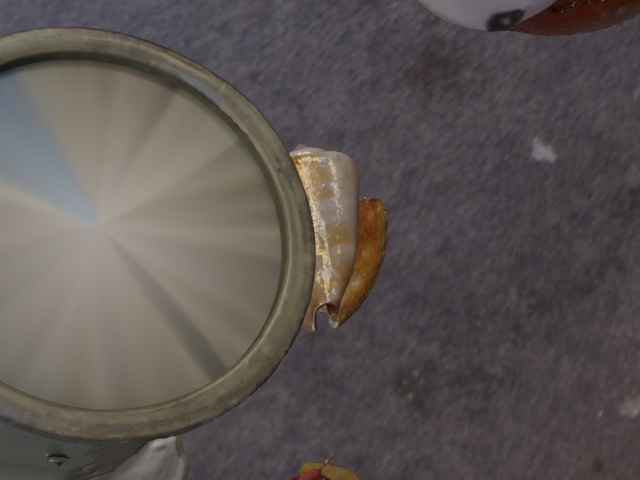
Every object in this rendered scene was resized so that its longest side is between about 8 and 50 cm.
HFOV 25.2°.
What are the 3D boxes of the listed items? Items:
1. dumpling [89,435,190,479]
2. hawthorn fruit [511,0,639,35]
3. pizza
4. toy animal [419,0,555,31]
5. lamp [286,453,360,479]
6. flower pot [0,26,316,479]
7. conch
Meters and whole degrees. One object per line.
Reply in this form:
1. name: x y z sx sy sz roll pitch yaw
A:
1. dumpling: -0.251 0.142 1.302 0.227 0.243 0.175 -35 134 -3
2. hawthorn fruit: 0.240 -0.347 1.478 0.316 0.316 0.316 8 114 18
3. pizza: 0.000 0.000 1.989 0.193 0.201 0.053 35 158 -14
4. toy animal: 0.120 -0.270 1.100 0.165 0.235 0.187 -24 133 4
5. lamp: 0.005 0.247 1.256 0.118 0.253 0.118 4 100 23
6. flower pot: -0.130 0.037 0.725 0.212 0.212 0.202 37 144 3
7. conch: -0.023 -0.021 1.769 0.127 0.255 0.158 32 125 -31
